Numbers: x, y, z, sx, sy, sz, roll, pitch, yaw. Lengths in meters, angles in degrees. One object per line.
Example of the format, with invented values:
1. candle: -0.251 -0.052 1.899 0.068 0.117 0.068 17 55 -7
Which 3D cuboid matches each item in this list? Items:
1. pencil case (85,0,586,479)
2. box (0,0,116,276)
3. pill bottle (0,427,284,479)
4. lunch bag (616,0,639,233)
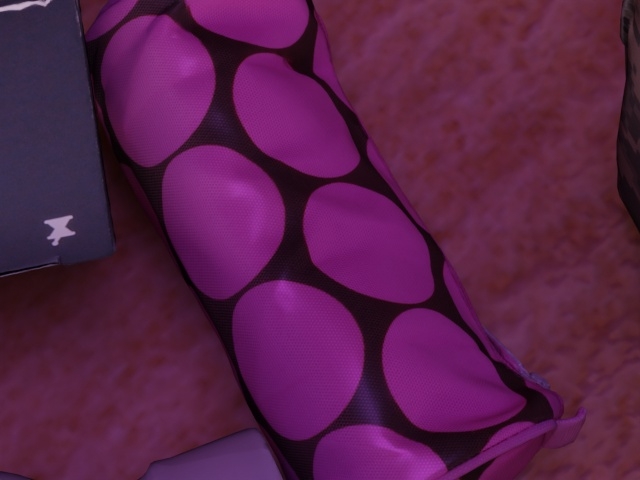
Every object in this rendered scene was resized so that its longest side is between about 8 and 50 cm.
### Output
1. pencil case: 0.000 0.000 0.600 0.098 0.095 0.209 -25 73 -14
2. box: -0.160 -0.083 0.567 0.153 0.108 0.207 -12 44 -11
3. pill bottle: -0.132 0.169 0.513 0.301 0.169 0.169 -22 74 -5
4. lunch bag: 0.228 -0.001 0.488 0.212 0.305 0.256 -23 71 -2
